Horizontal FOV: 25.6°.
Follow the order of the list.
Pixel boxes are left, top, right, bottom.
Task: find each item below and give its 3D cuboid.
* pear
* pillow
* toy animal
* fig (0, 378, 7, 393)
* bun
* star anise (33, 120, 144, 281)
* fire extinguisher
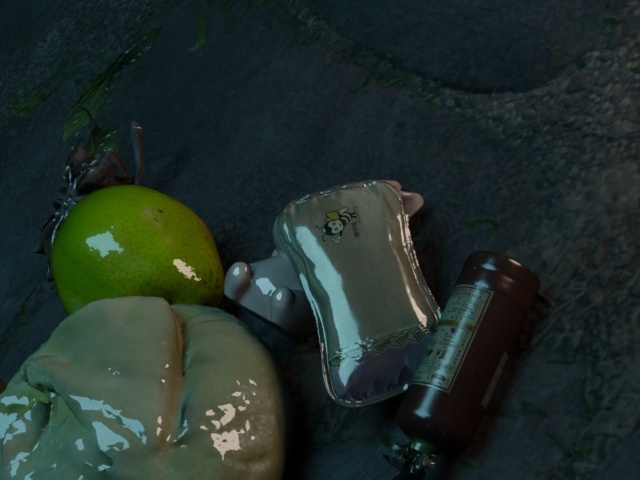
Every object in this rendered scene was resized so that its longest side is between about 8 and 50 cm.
[{"bbox_3d":[-0.205,0.037,1.605,0.187,0.187,0.220,-50,55,0],"label":"pear"},{"bbox_3d":[0.043,0.045,1.339,0.131,0.038,0.232,-19,63,3],"label":"pillow"},{"bbox_3d":[-0.001,-0.001,1.443,0.212,0.124,0.124,-53,33,-13],"label":"toy animal"},{"bbox_3d":[-0.487,0.269,1.554,0.343,0.343,0.343,-30,39,27],"label":"fig"},{"bbox_3d":[-0.206,0.207,1.394,0.365,0.219,0.365,-27,44,29],"label":"bun"},{"bbox_3d":[-0.299,-0.049,1.864,0.231,0.089,0.209,-30,51,37],"label":"star anise"},{"bbox_3d":[0.113,0.124,1.245,0.231,0.071,0.099,-63,18,-17],"label":"fire extinguisher"}]
